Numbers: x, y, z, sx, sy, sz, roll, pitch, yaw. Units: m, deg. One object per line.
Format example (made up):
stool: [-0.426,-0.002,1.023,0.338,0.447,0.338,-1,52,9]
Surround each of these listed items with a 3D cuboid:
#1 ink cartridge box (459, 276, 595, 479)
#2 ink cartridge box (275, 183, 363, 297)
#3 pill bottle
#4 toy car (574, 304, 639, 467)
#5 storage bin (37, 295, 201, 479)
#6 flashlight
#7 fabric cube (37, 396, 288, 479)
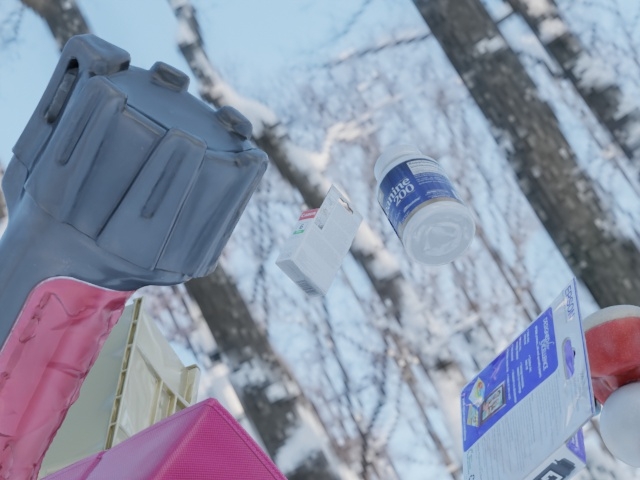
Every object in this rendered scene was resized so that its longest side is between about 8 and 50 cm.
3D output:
ink cartridge box: [0.220,0.173,1.517,0.045,0.206,0.208,27,-54,-17]
ink cartridge box: [0.000,0.000,1.643,0.029,0.115,0.063,-12,-49,45]
pill bottle: [0.089,-0.036,1.337,0.067,0.120,0.067,-9,-53,-13]
toy car: [0.420,0.221,1.931,0.219,0.238,0.210,-22,-37,18]
storage bin: [-0.272,0.210,1.457,0.262,0.260,0.123,-18,-55,16]
flashlight: [-0.122,0.071,0.649,0.103,0.103,0.304,16,-65,-36]
fabric cube: [-0.129,0.308,0.983,0.259,0.254,0.258,-29,15,39]
